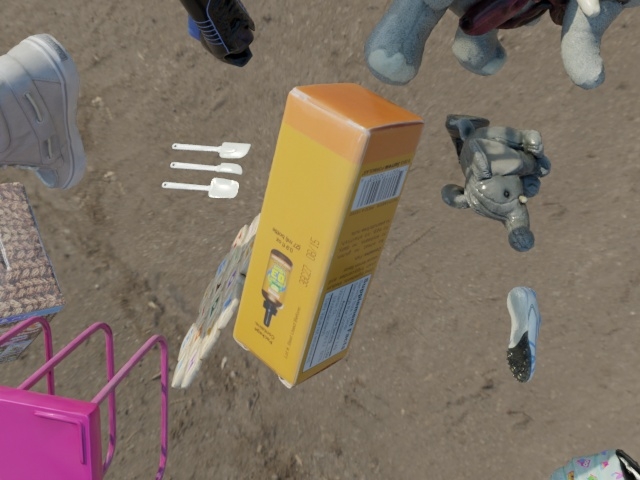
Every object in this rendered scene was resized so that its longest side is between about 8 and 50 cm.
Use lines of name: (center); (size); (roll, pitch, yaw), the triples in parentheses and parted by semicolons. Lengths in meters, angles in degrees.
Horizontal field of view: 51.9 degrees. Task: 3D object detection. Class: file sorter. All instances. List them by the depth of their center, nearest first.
file sorter: (-0.311, 0.181, 0.641); (0.290, 0.182, 0.202); (8, 110, 8)

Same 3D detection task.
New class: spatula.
spatula: (-0.320, -0.197, 1.804); (0.242, 0.019, 0.168); (6, 74, 19)

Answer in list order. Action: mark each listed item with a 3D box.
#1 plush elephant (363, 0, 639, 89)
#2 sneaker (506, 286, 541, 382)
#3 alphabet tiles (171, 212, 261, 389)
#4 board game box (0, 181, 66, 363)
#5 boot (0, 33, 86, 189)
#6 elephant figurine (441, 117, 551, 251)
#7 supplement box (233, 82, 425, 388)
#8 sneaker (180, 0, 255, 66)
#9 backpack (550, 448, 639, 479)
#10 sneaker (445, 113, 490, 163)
plush elephant: (0.257, -0.288, 0.717); (0.255, 0.272, 0.330); (35, 118, 30)
sneaker: (0.514, 0.233, 1.636); (0.086, 0.085, 0.237); (7, 80, -29)
alphabet tiles: (-0.157, 0.095, 1.035); (0.021, 0.278, 0.284); (27, 110, -15)
board game box: (-0.588, 0.074, 1.136); (0.141, 0.291, 0.232); (-12, 72, -44)
boot: (-0.350, -0.119, 0.764); (0.095, 0.258, 0.123); (40, 57, 9)
elephant figurine: (0.293, -0.102, 1.124); (0.186, 0.239, 0.169); (0, 117, 35)
supplement box: (0.000, 0.000, 0.521); (0.078, 0.080, 0.233); (35, 123, 29)
sneaker: (-0.130, -0.300, 0.859); (0.090, 0.232, 0.081); (37, 85, 1)
backpack: (0.356, 0.344, 0.786); (0.115, 0.152, 0.182); (-21, 54, 15)
sneaker: (0.423, -0.272, 1.844); (0.109, 0.286, 0.130); (13, 89, 34)
